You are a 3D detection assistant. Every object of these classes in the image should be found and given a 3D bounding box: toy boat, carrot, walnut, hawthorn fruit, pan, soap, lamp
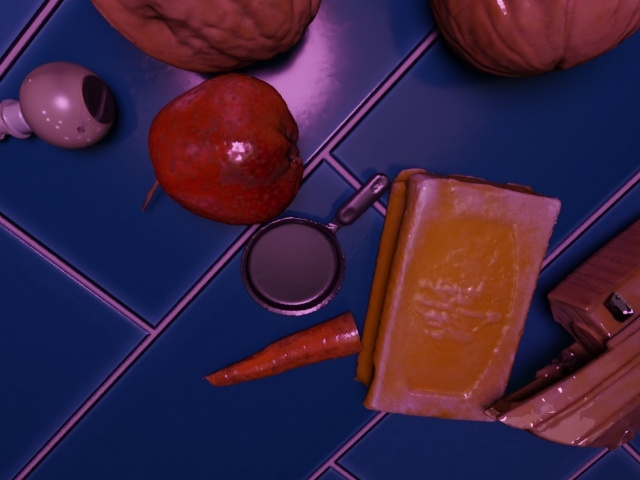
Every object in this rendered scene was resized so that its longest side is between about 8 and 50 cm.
[{"bbox_3d":[0.384,0.084,0.533,0.445,0.136,0.162,-39,76,-6],"label":"toy boat"},{"bbox_3d":[-0.052,0.161,0.607,0.224,0.057,0.057,-21,106,4],"label":"carrot"},{"bbox_3d":[-0.109,-0.263,0.380,0.225,0.225,0.261,-41,146,7],"label":"walnut"},{"bbox_3d":[-0.123,-0.091,0.487,0.204,0.162,0.162,-5,106,8],"label":"hawthorn fruit"},{"bbox_3d":[0.000,0.000,0.575,0.235,0.028,0.136,-44,105,11],"label":"pan"},{"bbox_3d":[0.169,0.075,0.580,0.199,0.091,0.314,8,105,-8],"label":"soap"},{"bbox_3d":[-0.312,-0.139,0.490,0.163,0.091,0.091,-8,107,15],"label":"lamp"},{"bbox_3d":[0.216,-0.275,0.429,0.228,0.228,0.227,-1,105,-5],"label":"walnut"}]
